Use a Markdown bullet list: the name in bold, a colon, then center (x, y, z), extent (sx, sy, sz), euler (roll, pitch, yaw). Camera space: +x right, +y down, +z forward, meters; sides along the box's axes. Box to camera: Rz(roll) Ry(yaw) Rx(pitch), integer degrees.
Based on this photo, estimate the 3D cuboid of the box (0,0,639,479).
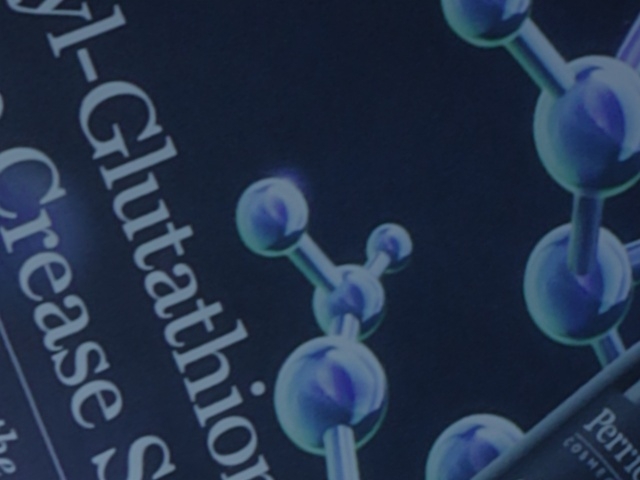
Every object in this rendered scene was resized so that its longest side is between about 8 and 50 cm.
- **box**: center (0.000, 0.000, 0.593), extent (0.395, 0.212, 0.294), euler (-24, 99, -19)
